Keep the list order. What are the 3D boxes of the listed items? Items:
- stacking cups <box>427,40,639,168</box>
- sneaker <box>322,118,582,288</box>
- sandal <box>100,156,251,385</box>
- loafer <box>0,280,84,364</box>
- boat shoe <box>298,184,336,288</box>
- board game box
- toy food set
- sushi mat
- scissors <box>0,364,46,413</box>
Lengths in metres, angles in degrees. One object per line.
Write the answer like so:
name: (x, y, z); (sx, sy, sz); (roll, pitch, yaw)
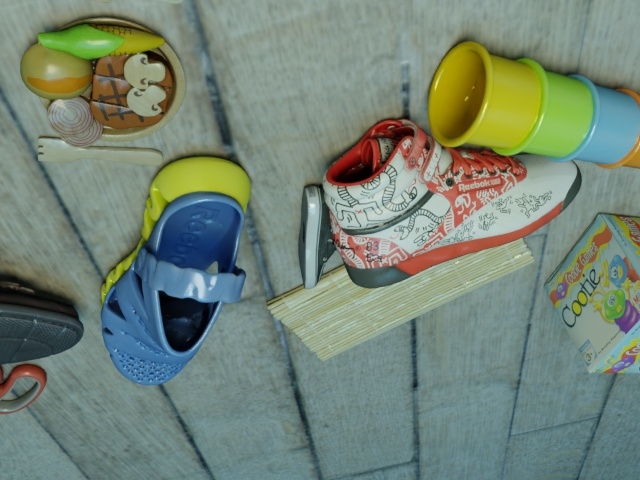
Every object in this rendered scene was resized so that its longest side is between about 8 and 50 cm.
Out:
stacking cups: (0.259, -0.115, 0.706); (0.316, 0.096, 0.096); (6, 135, -27)
sneaker: (0.133, -0.063, 0.716); (0.270, 0.090, 0.145); (-23, 125, -3)
sandal: (-0.156, 0.066, 0.749); (0.126, 0.138, 0.317); (5, 137, -22)
loafer: (-0.391, 0.065, 0.720); (0.302, 0.095, 0.109); (5, 140, -39)
boat shoe: (0.000, 0.000, 0.782); (0.040, 0.049, 0.142); (-5, 135, -10)
board game box: (0.457, 0.073, 0.909); (0.275, 0.142, 0.144); (4, 135, -19)
toy food set: (-0.180, -0.127, 0.603); (0.132, 0.038, 0.192); (2, 136, -17)
sushi mat: (0.100, 0.054, 0.888); (0.316, 0.019, 0.151); (-27, 137, 15)
scissors: (-0.466, 0.239, 0.938); (0.109, 0.021, 0.297); (24, 125, -36)
